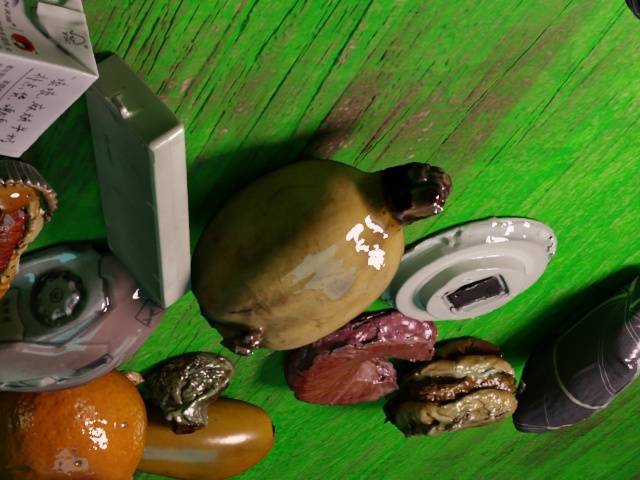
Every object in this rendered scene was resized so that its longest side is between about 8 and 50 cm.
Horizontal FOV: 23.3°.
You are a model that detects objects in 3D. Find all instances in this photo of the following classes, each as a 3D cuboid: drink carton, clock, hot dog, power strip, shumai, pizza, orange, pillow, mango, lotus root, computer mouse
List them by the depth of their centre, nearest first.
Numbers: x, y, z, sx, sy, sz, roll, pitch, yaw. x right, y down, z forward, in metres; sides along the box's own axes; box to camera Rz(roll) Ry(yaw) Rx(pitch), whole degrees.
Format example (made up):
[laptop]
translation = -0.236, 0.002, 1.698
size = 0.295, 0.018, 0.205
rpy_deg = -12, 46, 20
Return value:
[drink carton]
translation = -0.307, -0.153, 1.244
size = 0.222, 0.102, 0.134
rpy_deg = 10, 142, -41
[power strip]
translation = -0.174, -0.044, 1.515
size = 0.043, 0.106, 0.367
rpy_deg = -36, 160, -20
[hot dog]
translation = -0.348, 0.000, 1.553
size = 0.131, 0.069, 0.253
rpy_deg = 5, 146, -33
[lotus root]
translation = 0.000, 0.000, 1.625
size = 0.310, 0.183, 0.182
rpy_deg = -32, 149, 31
[computer mouse]
translation = -0.332, 0.118, 1.746
size = 0.389, 0.115, 0.199
rpy_deg = -23, 150, 13
[orange]
translation = -0.321, 0.240, 1.911
size = 0.224, 0.170, 0.224
rpy_deg = -7, 155, -3
[clock]
translation = 0.192, 0.049, 1.959
size = 0.236, 0.053, 0.236
rpy_deg = -12, 155, -6
[pizza]
translation = -0.269, 0.183, 2.012
size = 0.083, 0.016, 0.037
rpy_deg = -3, 145, -20
[shumai]
translation = -0.168, 0.205, 2.029
size = 0.123, 0.087, 0.099
rpy_deg = -28, 150, 21
[mango]
translation = -0.185, 0.274, 2.125
size = 0.253, 0.113, 0.138
rpy_deg = 1, 159, -24
[pillow]
translation = 0.379, 0.160, 2.175
size = 0.092, 0.162, 0.335
rpy_deg = 25, 139, -16

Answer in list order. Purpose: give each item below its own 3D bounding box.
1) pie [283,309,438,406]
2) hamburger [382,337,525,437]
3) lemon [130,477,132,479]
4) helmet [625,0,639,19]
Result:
[pie]
translation = 0.053, 0.164, 2.103
size = 0.204, 0.054, 0.219
rpy_deg = -4, 151, -23
[hamburger]
translation = 0.189, 0.213, 2.225
size = 0.183, 0.130, 0.206
rpy_deg = -6, 171, -14
[lemon]
translation = -0.306, 0.352, 2.268
size = 0.062, 0.062, 0.083
rpy_deg = -24, 145, 17
[helmet]
translation = 0.318, -0.246, 1.453
size = 0.065, 0.049, 0.084
rpy_deg = 38, 101, -18
